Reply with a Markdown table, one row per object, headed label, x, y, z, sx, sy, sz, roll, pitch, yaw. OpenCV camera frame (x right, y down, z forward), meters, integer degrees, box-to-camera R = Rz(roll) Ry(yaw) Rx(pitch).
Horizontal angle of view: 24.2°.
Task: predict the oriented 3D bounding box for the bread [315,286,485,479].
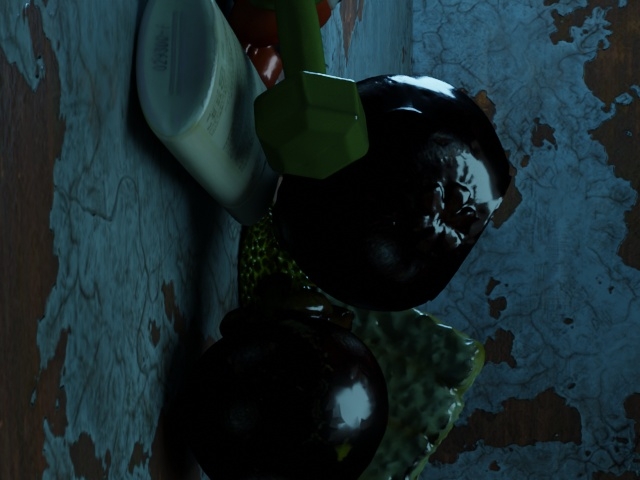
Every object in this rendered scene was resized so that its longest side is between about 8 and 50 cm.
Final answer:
| label | x | y | z | sx | sy | sz | roll | pitch | yaw |
| --- | --- | --- | --- | --- | --- | --- | --- | --- | --- |
| bread | 0.028 | 0.266 | 1.879 | 0.395 | 0.239 | 0.264 | -62 | 167 | -14 |

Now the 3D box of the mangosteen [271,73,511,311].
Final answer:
| label | x | y | z | sx | sy | sz | roll | pitch | yaw |
| --- | --- | --- | --- | --- | --- | --- | --- | --- | --- |
| mangosteen | 0.073 | -0.057 | 1.673 | 0.287 | 0.233 | 0.288 | -155 | -90 | -86 |

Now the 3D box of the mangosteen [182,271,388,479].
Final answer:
| label | x | y | z | sx | sy | sz | roll | pitch | yaw |
| --- | --- | --- | --- | --- | --- | --- | --- | --- | --- |
| mangosteen | -0.040 | 0.157 | 1.620 | 0.228 | 0.228 | 0.265 | 69 | 16 | -66 |

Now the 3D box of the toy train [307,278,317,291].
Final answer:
| label | x | y | z | sx | sy | sz | roll | pitch | yaw |
| --- | --- | --- | --- | --- | --- | --- | --- | --- | --- |
| toy train | 0.000 | 0.000 | 2.155 | 0.072 | 0.099 | 0.188 | 70 | 23 | -67 |

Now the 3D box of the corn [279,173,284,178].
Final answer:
| label | x | y | z | sx | sy | sz | roll | pitch | yaw |
| --- | --- | --- | --- | --- | --- | --- | --- | --- | --- |
| corn | -0.042 | -0.128 | 1.883 | 0.293 | 0.106 | 0.106 | -21 | 113 | -80 |

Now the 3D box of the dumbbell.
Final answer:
| label | x | y | z | sx | sy | sz | roll | pitch | yaw |
| --- | --- | --- | --- | --- | --- | --- | --- | --- | --- |
| dumbbell | -0.021 | -0.208 | 1.554 | 0.108 | 0.121 | 0.302 | 29 | 41 | -43 |

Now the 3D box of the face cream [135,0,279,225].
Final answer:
| label | x | y | z | sx | sy | sz | roll | pitch | yaw |
| --- | --- | --- | --- | --- | --- | --- | --- | --- | --- |
| face cream | -0.107 | -0.137 | 1.551 | 0.348 | 0.081 | 0.174 | 53 | 37 | -75 |

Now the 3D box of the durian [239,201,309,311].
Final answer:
| label | x | y | z | sx | sy | sz | roll | pitch | yaw |
| --- | --- | --- | --- | --- | --- | --- | --- | --- | --- |
| durian | -0.060 | 0.053 | 1.905 | 0.100 | 0.086 | 0.215 | -103 | -169 | -74 |

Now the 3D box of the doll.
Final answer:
| label | x | y | z | sx | sy | sz | roll | pitch | yaw |
| --- | --- | --- | --- | --- | --- | --- | --- | --- | --- |
| doll | -0.042 | -0.303 | 1.752 | 0.161 | 0.130 | 0.290 | 69 | 39 | -63 |

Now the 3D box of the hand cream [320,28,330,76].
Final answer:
| label | x | y | z | sx | sy | sz | roll | pitch | yaw |
| --- | --- | --- | --- | --- | --- | --- | --- | --- | --- |
| hand cream | -0.005 | -0.221 | 1.885 | 0.109 | 0.067 | 0.321 | 32 | 40 | -80 |
